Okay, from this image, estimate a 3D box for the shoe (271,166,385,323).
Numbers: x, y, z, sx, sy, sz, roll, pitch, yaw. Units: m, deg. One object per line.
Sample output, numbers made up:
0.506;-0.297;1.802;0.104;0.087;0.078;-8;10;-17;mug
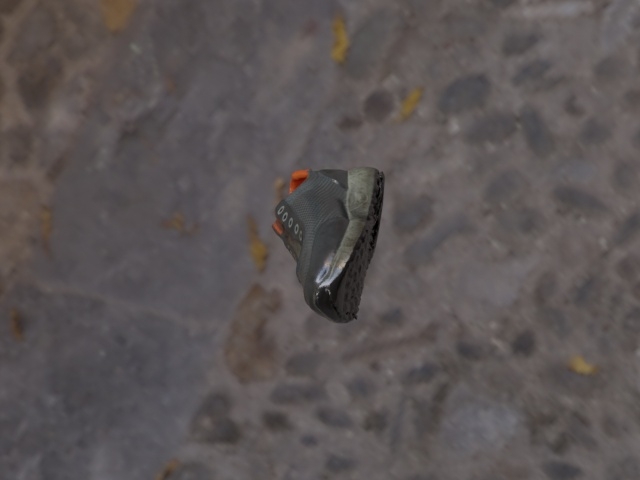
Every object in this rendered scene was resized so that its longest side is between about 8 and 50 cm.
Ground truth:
-0.001;0.001;1.339;0.077;0.074;0.194;9;26;5;shoe
